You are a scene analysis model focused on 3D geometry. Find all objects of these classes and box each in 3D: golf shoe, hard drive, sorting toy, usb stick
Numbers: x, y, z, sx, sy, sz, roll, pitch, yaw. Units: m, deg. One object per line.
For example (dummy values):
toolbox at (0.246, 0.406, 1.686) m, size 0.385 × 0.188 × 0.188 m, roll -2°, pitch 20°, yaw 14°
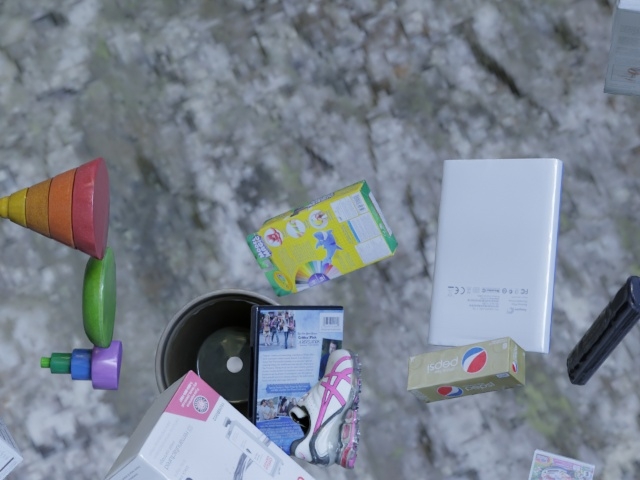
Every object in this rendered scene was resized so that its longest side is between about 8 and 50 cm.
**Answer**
golf shoe at (0.007, 0.194, 1.516) m, size 0.186 × 0.085 × 0.068 m, roll -83°, pitch 179°, yaw -55°
hard drive at (0.293, 0.024, 2.112) m, size 0.040 × 0.210 × 0.319 m, roll 17°, pitch 77°, yaw -57°
sorting toy at (-0.320, 0.052, 1.552) m, size 0.127 × 0.126 × 0.366 m, roll -91°, pitch -177°, yaw -47°
usb stick at (0.493, 0.159, 2.165) m, size 0.278 × 0.045 × 0.077 m, roll 113°, pitch -14°, yaw -52°

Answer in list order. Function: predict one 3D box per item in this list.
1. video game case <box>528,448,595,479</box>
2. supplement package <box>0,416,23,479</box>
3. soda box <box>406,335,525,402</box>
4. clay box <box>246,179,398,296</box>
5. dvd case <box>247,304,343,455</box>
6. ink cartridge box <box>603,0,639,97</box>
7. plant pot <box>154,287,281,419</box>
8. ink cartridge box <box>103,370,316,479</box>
video game case at (0.336, 0.368, 1.799) m, size 0.011 × 0.087 × 0.122 m, roll -10°, pitch 112°, yaw -73°
supplement package at (-0.656, 0.346, 2.139) m, size 0.145 × 0.204 × 0.262 m, roll 49°, pitch -8°, yaw -32°
soda box at (0.226, 0.203, 1.957) m, size 0.058 × 0.181 × 0.061 m, roll 39°, pitch 46°, yaw -44°
clay box at (0.000, 0.000, 2.067) m, size 0.127 × 0.222 × 0.053 m, roll 62°, pitch 24°, yaw -16°
dvd case at (-0.042, 0.235, 2.114) m, size 0.022 × 0.180 × 0.253 m, roll 2°, pitch -90°, yaw 55°
ink cartridge box at (0.448, -0.241, 1.539) m, size 0.232 × 0.189 × 0.066 m, roll 59°, pitch 41°, yaw -73°
plant pot at (-0.190, 0.270, 2.731) m, size 0.280 × 0.323 × 0.323 m, roll 130°, pitch -64°, yaw -83°
ink cartridge box at (-0.165, 0.375, 1.954) m, size 0.283 × 0.117 × 0.207 m, roll 42°, pitch 38°, yaw -10°
